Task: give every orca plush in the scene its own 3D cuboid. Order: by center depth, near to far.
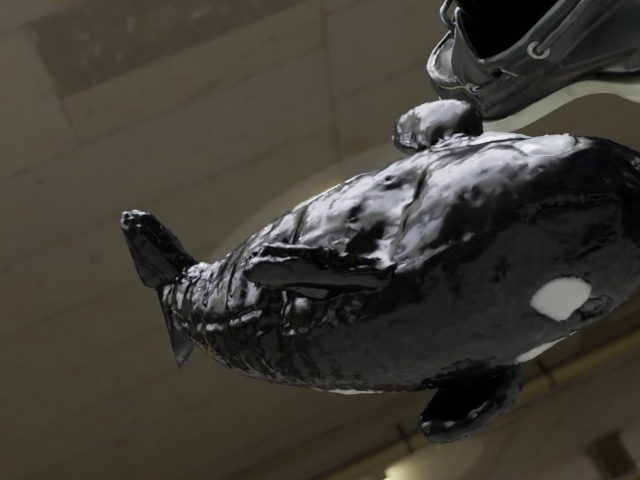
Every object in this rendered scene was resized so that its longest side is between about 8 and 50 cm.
[{"bbox_3d":[0.000,0.000,0.538,0.287,0.151,0.102,6,-8,42],"label":"orca plush"}]

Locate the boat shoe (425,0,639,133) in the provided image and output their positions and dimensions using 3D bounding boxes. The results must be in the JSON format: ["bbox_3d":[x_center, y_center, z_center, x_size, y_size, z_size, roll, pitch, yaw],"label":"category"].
[{"bbox_3d":[0.133,-0.142,0.749,0.127,0.113,0.340,-53,17,-5],"label":"boat shoe"}]
